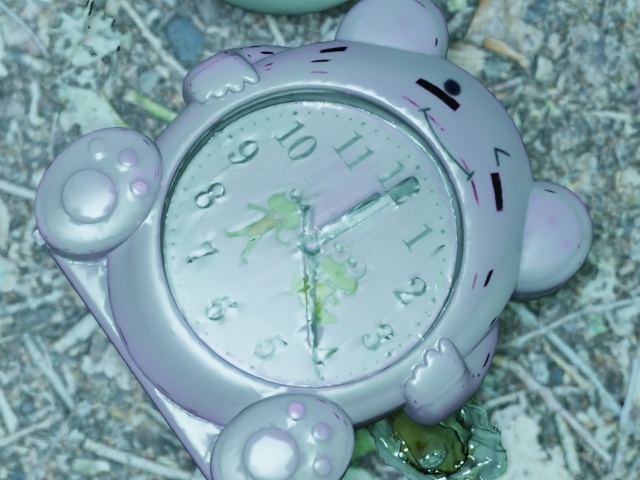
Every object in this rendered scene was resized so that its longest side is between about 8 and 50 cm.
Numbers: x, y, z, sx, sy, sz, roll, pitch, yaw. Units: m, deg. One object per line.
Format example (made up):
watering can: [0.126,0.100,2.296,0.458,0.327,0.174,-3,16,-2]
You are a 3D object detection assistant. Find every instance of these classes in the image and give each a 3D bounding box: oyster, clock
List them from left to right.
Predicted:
clock: [0.000,0.000,1.319,0.322,0.113,0.295,-34,83,-9]
oyster: [0.080,0.140,1.387,0.098,0.037,0.100,-18,111,8]

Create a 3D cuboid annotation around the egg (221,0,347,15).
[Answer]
egg: [-0.058,-0.268,1.307,0.183,0.183,0.264,-44,86,-9]
